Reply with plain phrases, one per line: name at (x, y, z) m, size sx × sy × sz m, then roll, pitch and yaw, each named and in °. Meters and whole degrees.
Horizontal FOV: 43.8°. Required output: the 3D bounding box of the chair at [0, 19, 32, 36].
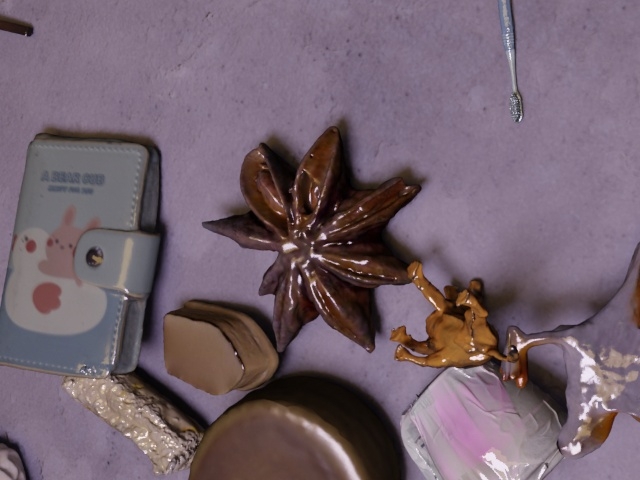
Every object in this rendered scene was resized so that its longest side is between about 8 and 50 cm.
chair at (-0.609, -0.412, 1.216) m, size 0.319 × 0.186 × 0.160 m, roll 19°, pitch 110°, yaw 19°

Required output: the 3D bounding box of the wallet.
wallet at (-0.356, 0.020, 1.191) m, size 0.252 × 0.083 × 0.360 m, roll 6°, pitch 85°, yaw 20°

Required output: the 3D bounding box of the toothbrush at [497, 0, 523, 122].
toothbrush at (0.221, -0.249, 0.948) m, size 0.016 × 0.019 × 0.220 m, roll -4°, pitch 96°, yaw 30°

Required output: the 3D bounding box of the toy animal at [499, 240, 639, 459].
toy animal at (0.336, 0.080, 0.846) m, size 0.302 × 0.225 × 0.284 m, roll -8°, pitch 78°, yaw 12°

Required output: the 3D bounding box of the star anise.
star anise at (-0.015, 0.009, 1.050) m, size 0.315 × 0.108 × 0.315 m, roll 5°, pitch 103°, yaw 24°

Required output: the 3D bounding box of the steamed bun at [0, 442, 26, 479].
steamed bun at (-0.575, 0.422, 1.367) m, size 0.183 × 0.106 × 0.183 m, roll 2°, pitch 96°, yaw 21°

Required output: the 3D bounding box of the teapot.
teapot at (0.198, 0.234, 0.983) m, size 0.163 × 0.221 × 0.178 m, roll -37°, pitch 68°, yaw -15°

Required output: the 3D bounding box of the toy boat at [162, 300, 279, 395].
toy boat at (-0.145, 0.157, 1.129) m, size 0.188 × 0.061 × 0.116 m, roll 10°, pitch 103°, yaw 38°

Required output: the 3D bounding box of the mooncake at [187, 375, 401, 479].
mooncake at (-0.030, 0.331, 1.076) m, size 0.284 × 0.155 × 0.284 m, roll 3°, pitch 97°, yaw 25°

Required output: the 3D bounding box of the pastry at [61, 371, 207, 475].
pastry at (-0.279, 0.260, 1.210) m, size 0.258 × 0.121 × 0.089 m, roll 34°, pitch 82°, yaw 25°

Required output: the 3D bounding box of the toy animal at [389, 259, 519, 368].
toy animal at (0.162, 0.108, 0.893) m, size 0.116 × 0.255 × 0.114 m, roll 22°, pitch 95°, yaw -14°
